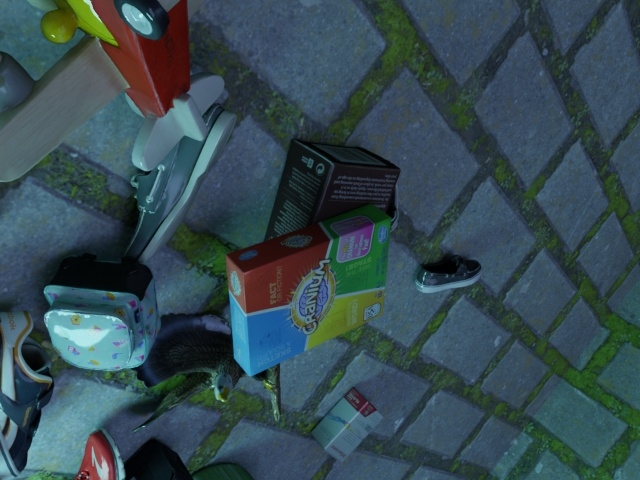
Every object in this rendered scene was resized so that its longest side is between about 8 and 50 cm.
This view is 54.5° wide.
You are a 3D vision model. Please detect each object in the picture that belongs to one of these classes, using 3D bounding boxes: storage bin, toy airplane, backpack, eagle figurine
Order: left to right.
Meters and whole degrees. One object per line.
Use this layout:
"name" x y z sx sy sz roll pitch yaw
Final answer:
"backpack" -0.352 0.132 1.020 0.165 0.144 0.188 3 135 2
"toy airplane" -0.259 -0.275 0.794 0.384 0.272 0.386 -60 175 24
"storage bin" -0.372 0.529 1.308 0.180 0.122 0.084 -43 138 -10
"eagle figurine" -0.224 0.262 1.243 0.298 0.225 0.227 0 77 -8

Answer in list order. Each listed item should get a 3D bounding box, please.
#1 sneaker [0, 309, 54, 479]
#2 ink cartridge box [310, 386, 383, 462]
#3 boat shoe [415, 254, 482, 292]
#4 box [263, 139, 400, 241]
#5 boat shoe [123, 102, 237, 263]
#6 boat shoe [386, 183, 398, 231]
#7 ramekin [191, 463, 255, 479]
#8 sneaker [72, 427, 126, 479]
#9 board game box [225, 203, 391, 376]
"sneaker" -0.496 0.255 1.011 0.127 0.126 0.321 -18 128 -29
"ink cartridge box" 0.075 0.511 1.722 0.175 0.072 0.127 -45 138 -8
"boat shoe" 0.352 0.077 1.670 0.228 0.080 0.076 -10 125 -28
"box" 0.000 0.000 1.261 0.191 0.143 0.382 0 116 -41
"boat shoe" -0.255 -0.095 1.028 0.099 0.116 0.320 32 105 -5
"boat shoe" 0.131 -0.057 1.370 0.096 0.088 0.268 -21 129 -30
"ramekin" -0.256 0.692 1.502 0.303 0.148 0.304 -22 130 -28
"sneaker" -0.460 0.502 1.196 0.118 0.107 0.279 7 99 -48
"board game box" -0.016 0.089 1.161 0.316 0.064 0.242 -21 129 -28
